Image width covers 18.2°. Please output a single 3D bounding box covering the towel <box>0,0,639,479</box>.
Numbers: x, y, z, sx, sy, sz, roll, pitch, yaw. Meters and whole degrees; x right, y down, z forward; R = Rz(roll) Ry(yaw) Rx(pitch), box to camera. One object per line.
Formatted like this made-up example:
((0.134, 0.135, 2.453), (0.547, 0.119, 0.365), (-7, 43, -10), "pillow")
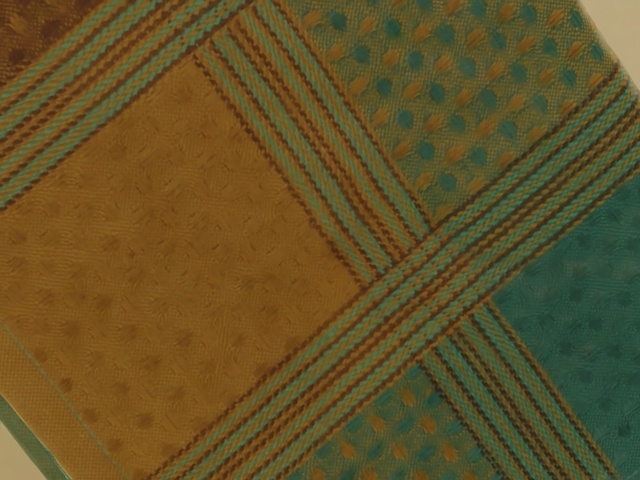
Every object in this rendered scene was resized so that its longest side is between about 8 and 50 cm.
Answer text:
((0.000, 0.000, 0.749), (0.271, 0.370, 0.040), (-38, 23, -6), "towel")
